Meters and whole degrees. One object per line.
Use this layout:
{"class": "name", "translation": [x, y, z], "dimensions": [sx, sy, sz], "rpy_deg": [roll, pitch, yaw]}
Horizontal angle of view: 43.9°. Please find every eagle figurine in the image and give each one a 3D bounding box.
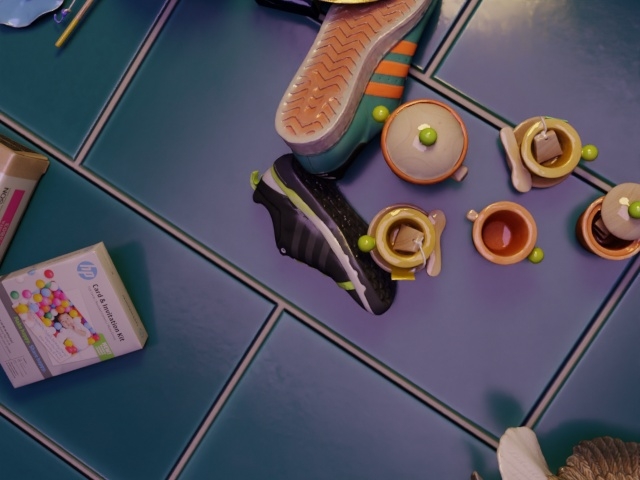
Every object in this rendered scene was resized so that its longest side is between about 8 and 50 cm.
{"class": "eagle figurine", "translation": [0.311, 0.330, 0.865], "dimensions": [0.299, 0.225, 0.226], "rpy_deg": [4, 80, 20]}

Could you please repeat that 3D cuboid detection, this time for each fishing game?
{"class": "fishing game", "translation": [-0.406, -0.378, 1.048], "dimensions": [0.264, 0.041, 0.189], "rpy_deg": [45, 97, 9]}

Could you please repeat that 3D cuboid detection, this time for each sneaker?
{"class": "sneaker", "translation": [0.000, 0.000, 0.977], "dimensions": [0.097, 0.084, 0.234], "rpy_deg": [-38, 83, 31]}
{"class": "sneaker", "translation": [0.056, -0.208, 0.952], "dimensions": [0.108, 0.121, 0.302], "rpy_deg": [26, 75, 29]}

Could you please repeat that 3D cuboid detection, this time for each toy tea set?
{"class": "toy tea set", "translation": [0.209, -0.058, 0.888], "dimensions": [0.336, 0.124, 0.199], "rpy_deg": [-2, 87, 1]}

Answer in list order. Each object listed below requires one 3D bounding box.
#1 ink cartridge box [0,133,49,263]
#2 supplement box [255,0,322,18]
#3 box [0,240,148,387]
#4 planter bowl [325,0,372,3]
{"class": "ink cartridge box", "translation": [-0.500, -0.048, 1.039], "dimensions": [0.193, 0.088, 0.234], "rpy_deg": [26, 93, 9]}
{"class": "supplement box", "translation": [-0.035, -0.330, 0.980], "dimensions": [0.083, 0.056, 0.083], "rpy_deg": [16, 93, 8]}
{"class": "box", "translation": [-0.335, 0.097, 1.013], "dimensions": [0.186, 0.038, 0.145], "rpy_deg": [-18, 110, 7]}
{"class": "planter bowl", "translation": [0.032, -0.381, 0.906], "dimensions": [0.217, 0.090, 0.217], "rpy_deg": [0, 62, 0]}
